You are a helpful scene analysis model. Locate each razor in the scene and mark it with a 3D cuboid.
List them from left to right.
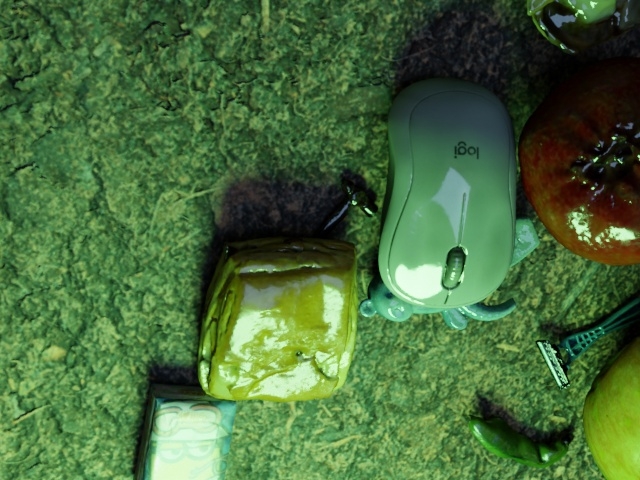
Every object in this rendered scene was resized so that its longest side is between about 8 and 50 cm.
[{"bbox_3d":[0.434,0.118,1.844,0.253,0.042,0.082,-30,97,-5],"label":"razor"}]

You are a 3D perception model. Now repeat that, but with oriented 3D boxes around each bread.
[{"bbox_3d":[-0.050,0.109,1.651,0.210,0.099,0.235,0,119,-18],"label":"bread"}]

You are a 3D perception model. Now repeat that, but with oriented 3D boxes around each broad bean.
[{"bbox_3d":[0.290,0.300,1.871,0.195,0.046,0.061,14,95,-26],"label":"broad bean"}]

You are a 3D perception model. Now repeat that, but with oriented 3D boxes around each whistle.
[{"bbox_3d":[0.173,0.039,1.704,0.269,0.093,0.180,-26,97,-6],"label":"whistle"}]

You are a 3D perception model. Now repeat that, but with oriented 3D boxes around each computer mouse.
[{"bbox_3d":[0.169,-0.061,1.604,0.184,0.121,0.297,6,88,-15],"label":"computer mouse"}]

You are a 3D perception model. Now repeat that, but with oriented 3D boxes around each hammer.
[{"bbox_3d":[0.000,0.000,1.675,0.065,0.021,0.178,39,97,-27],"label":"hammer"}]

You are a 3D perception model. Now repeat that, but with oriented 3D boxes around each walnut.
[{"bbox_3d":[0.350,-0.338,1.579,0.238,0.141,0.204,24,115,-25],"label":"walnut"}]

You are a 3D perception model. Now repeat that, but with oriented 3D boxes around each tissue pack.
[{"bbox_3d":[-0.183,0.273,1.707,0.115,0.065,0.155,5,111,-19],"label":"tissue pack"}]

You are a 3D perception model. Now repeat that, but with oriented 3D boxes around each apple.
[{"bbox_3d":[0.541,0.245,1.754,0.339,0.339,0.340,-6,113,-14],"label":"apple"}]

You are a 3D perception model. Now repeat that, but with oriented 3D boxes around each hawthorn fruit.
[{"bbox_3d":[0.397,-0.104,1.633,0.265,0.307,0.265,3,97,26],"label":"hawthorn fruit"}]
